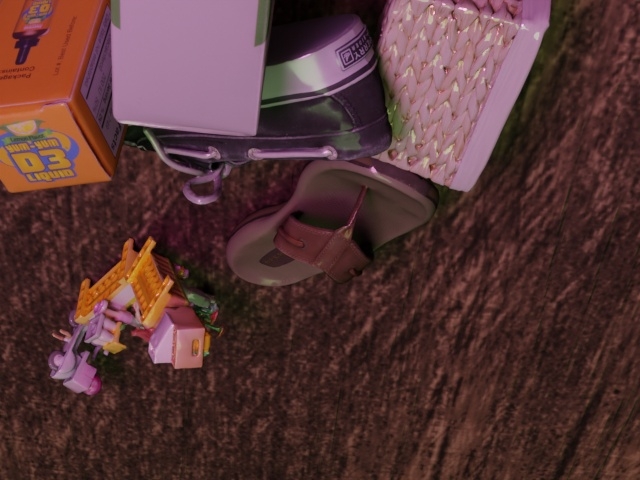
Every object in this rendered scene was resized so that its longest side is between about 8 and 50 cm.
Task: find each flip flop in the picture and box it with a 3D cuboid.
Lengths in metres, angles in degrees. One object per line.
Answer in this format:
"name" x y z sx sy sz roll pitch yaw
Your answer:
"flip flop" 0.000 0.000 1.027 0.112 0.080 0.277 27 150 -23

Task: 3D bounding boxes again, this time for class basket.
"basket" 0.089 -0.136 0.879 0.103 0.113 0.167 17 138 -3

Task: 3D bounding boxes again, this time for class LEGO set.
"LEGO set" -0.140 0.075 1.136 0.107 0.132 0.287 27 157 -28

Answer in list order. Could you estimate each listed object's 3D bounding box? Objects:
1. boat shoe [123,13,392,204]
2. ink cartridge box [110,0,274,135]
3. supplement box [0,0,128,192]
"boat shoe" -0.079 -0.091 0.903 0.306 0.113 0.105 -4 119 35
"ink cartridge box" -0.068 -0.198 0.754 0.092 0.219 0.160 6 139 -3
"supplement box" -0.161 -0.141 0.819 0.078 0.233 0.080 -5 137 15
